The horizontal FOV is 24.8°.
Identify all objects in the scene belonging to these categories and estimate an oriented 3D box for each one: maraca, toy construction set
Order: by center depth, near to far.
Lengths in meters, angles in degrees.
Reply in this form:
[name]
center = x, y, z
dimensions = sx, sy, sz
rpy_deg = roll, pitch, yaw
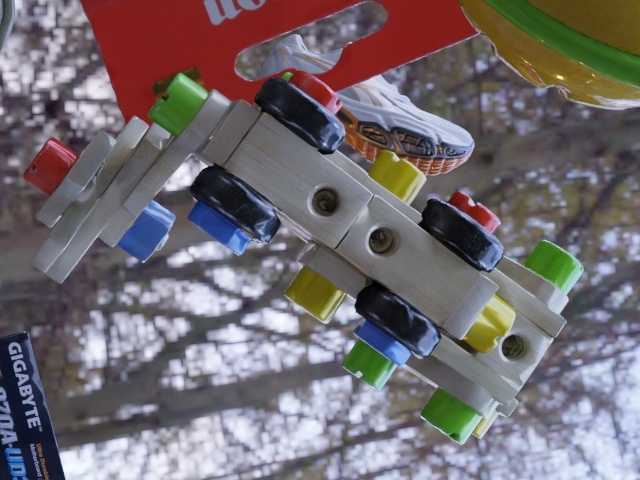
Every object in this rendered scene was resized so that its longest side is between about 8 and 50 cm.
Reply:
[maraca]
center = 0.127, -0.097, 0.585
dimensions = 0.186, 0.127, 0.099
rpy_deg = 41, -42, 21
[toy construction set]
center = 0.000, 0.000, 0.806
dimensions = 0.215, 0.328, 0.151
rpy_deg = -162, -87, -79

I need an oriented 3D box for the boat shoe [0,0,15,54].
[boat shoe]
center = -0.312, -0.057, 0.977
dimensions = 0.103, 0.113, 0.302
rpy_deg = -2, -127, 58

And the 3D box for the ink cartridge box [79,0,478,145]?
[ink cartridge box]
center = -0.064, -0.287, 1.059
dimensions = 0.091, 0.308, 0.385
rpy_deg = 57, 12, -75

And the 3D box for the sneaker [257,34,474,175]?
[sneaker]
center = 0.054, -0.164, 1.646
dimensions = 0.099, 0.262, 0.121
rpy_deg = 111, -3, -65

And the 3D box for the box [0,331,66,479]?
[box]
center = -0.244, 0.172, 1.078
dimensions = 0.220, 0.051, 0.175
rpy_deg = -30, -106, 61
